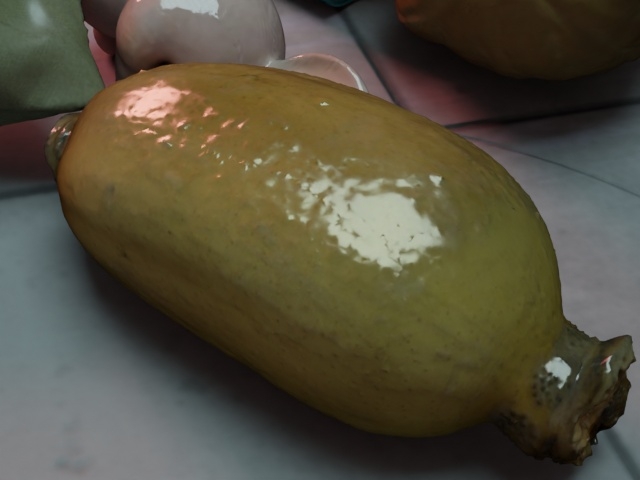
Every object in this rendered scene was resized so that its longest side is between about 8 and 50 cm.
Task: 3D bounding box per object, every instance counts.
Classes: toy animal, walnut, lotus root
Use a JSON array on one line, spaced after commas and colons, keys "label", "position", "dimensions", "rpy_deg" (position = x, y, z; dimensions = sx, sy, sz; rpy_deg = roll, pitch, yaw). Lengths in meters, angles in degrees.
[{"label": "toy animal", "position": [-0.067, -0.104, 0.678], "dimensions": [0.124, 0.124, 0.212], "rpy_deg": [-24, 59, -30]}, {"label": "walnut", "position": [0.140, -0.211, 0.749], "dimensions": [0.225, 0.225, 0.261], "rpy_deg": [18, 38, 10]}, {"label": "lotus root", "position": [0.002, -0.003, 0.564], "dimensions": [0.303, 0.130, 0.146], "rpy_deg": [27, 48, 18]}]

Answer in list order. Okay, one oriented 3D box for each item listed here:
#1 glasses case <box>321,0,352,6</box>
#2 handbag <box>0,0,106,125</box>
[{"label": "glasses case", "position": [-0.078, -0.263, 0.876], "dimensions": [0.301, 0.070, 0.117], "rpy_deg": [32, 42, 25]}, {"label": "handbag", "position": [-0.294, -0.142, 0.636], "dimensions": [0.316, 0.109, 0.253], "rpy_deg": [-15, 66, -10]}]
